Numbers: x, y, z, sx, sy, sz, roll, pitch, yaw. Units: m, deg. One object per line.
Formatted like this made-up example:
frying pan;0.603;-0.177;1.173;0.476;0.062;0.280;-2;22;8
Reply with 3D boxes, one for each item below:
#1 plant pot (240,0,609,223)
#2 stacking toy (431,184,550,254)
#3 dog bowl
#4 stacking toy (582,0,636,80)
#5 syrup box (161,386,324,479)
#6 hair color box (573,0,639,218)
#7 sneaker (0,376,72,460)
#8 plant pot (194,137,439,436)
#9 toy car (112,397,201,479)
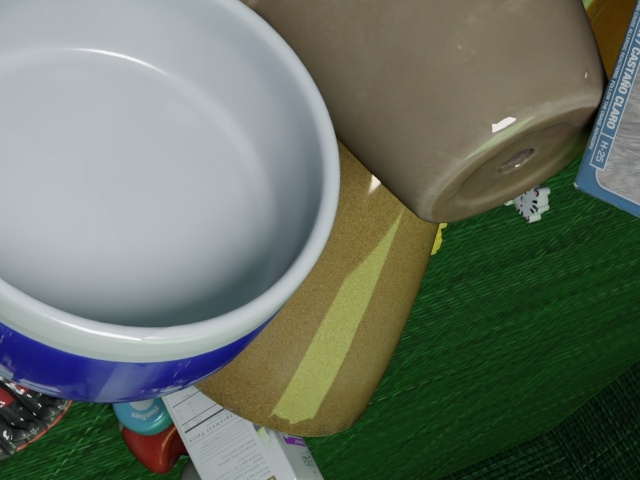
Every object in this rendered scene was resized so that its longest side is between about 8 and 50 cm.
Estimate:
plant pot;0.074;-0.141;1.061;0.263;0.229;0.263;-26;163;-9
stacking toy;0.170;-0.095;1.518;0.167;0.052;0.221;-16;133;-39
dog bowl;-0.128;-0.039;0.964;0.265;0.265;0.104;-19;162;-29
stacking toy;0.452;-0.100;1.335;0.351;0.480;0.350;-29;165;-8
syrup box;-0.097;0.171;1.634;0.096;0.237;0.093;-33;161;11
hair color box;0.338;-0.088;1.063;0.347;0.105;0.174;3;109;-43
sneaker;-0.245;0.090;1.295;0.135;0.097;0.276;-23;-157;44
plant pot;0.000;0.000;1.399;0.237;0.237;0.254;-8;138;-50
toy car;-0.102;0.251;1.846;0.210;0.238;0.219;-28;163;-4
